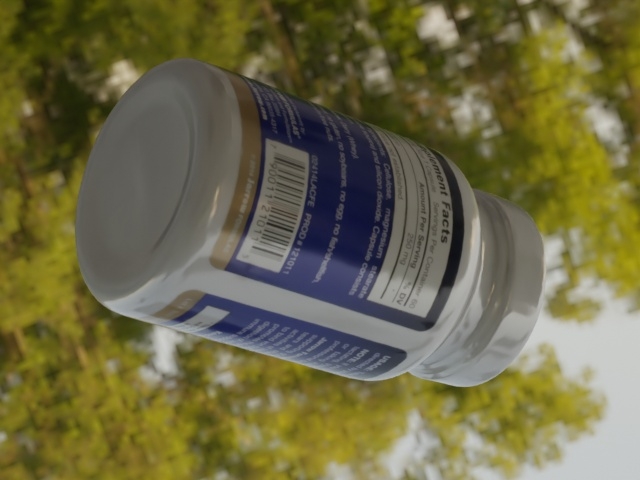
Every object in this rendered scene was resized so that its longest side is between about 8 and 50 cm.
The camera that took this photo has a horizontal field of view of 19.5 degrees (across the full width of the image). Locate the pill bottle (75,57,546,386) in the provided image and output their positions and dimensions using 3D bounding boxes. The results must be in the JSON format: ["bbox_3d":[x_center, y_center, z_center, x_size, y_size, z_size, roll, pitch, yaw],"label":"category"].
[{"bbox_3d":[0.000,0.000,1.118,0.265,0.153,0.153,19,164,-34],"label":"pill bottle"}]
